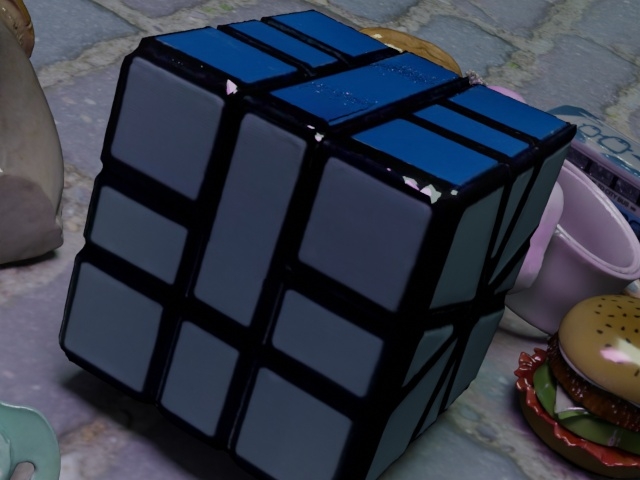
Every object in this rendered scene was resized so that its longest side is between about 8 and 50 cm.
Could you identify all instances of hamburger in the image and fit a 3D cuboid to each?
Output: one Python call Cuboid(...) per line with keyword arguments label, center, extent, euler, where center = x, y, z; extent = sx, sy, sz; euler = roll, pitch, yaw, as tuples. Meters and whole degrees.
Cuboid(label="hamburger", center=(0.279, 0.127, 1.072), extent=(0.175, 0.137, 0.175), euler=(16, 34, -11))

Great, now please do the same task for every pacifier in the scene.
Cuboid(label="pacifier", center=(-0.259, 0.148, 0.799), extent=(0.150, 0.127, 0.116), euler=(29, -8, -16))

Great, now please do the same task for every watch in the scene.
Cuboid(label="watch", center=(0.218, -0.015, 1.245), extent=(0.217, 0.211, 0.248), euler=(20, 34, -36))

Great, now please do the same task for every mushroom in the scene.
Cuboid(label="mushroom", center=(-0.329, -0.119, 1.122), extent=(0.154, 0.138, 0.407), euler=(-2, 42, -10))

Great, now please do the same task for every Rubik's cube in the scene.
Cuboid(label="Rubik's cube", center=(0.000, 0.000, 0.935), extent=(0.283, 0.294, 0.288), euler=(25, 27, 20))

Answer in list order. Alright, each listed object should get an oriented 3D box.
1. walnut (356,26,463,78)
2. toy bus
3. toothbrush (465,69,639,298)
Cuboid(label="walnut", center=(0.086, -0.177, 1.413), extent=(0.197, 0.165, 0.165), euler=(8, 33, -26))
Cuboid(label="toy bus", center=(0.372, -0.038, 1.383), extent=(0.297, 0.131, 0.106), euler=(38, 36, 29))
Cuboid(label="toothbrush", center=(0.282, -0.059, 1.368), extent=(0.375, 0.028, 0.037), euler=(56, 5, 17))
